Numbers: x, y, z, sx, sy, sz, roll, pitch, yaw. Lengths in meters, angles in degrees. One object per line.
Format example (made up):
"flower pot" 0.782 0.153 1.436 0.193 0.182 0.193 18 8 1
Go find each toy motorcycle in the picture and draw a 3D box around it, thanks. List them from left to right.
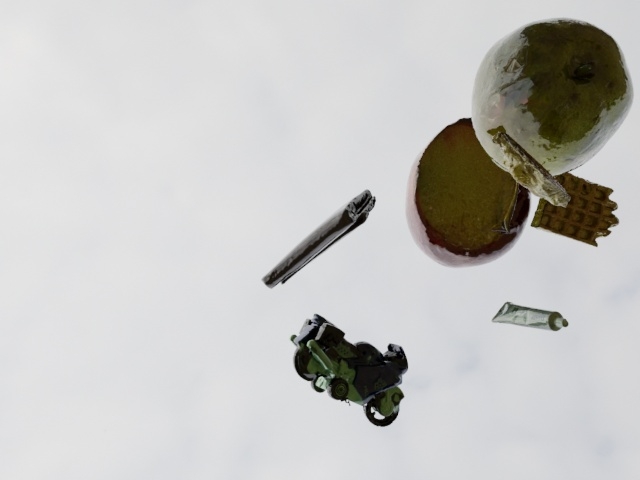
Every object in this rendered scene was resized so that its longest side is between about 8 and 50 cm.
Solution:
"toy motorcycle" 0.083 0.293 1.467 0.331 0.125 0.196 37 -107 -20

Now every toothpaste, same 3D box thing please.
"toothpaste" 0.451 0.165 1.352 0.041 0.218 0.064 45 -105 -15

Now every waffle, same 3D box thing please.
"waffle" 0.654 -0.078 1.574 0.211 0.055 0.160 16 -87 -7

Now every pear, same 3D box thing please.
"pear" 0.378 -0.233 1.049 0.269 0.321 0.268 0 -92 2

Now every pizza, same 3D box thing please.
"pizza" 0.290 -0.090 0.863 0.160 0.036 0.099 27 -152 -39

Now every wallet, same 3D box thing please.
"wallet" 0.000 0.000 1.177 0.049 0.229 0.182 50 -154 -2

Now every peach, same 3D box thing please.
"peach" 0.404 -0.118 1.729 0.335 0.310 0.405 1 -104 11
